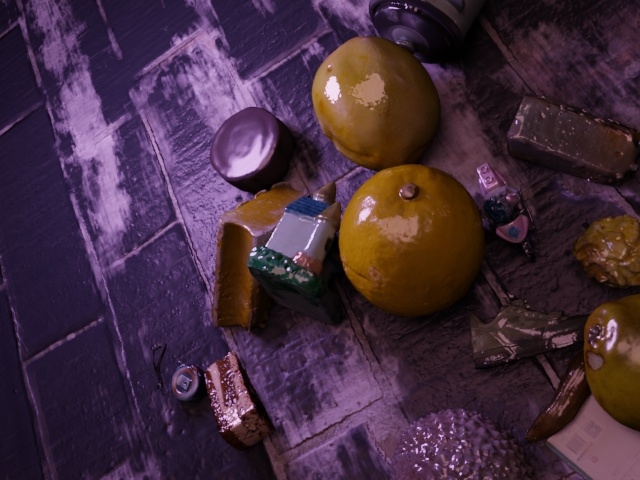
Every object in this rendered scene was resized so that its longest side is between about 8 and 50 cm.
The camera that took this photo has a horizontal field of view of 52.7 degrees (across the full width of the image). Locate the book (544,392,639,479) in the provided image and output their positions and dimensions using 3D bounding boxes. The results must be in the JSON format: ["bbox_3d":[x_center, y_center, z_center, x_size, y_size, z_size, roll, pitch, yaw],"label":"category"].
[{"bbox_3d":[0.622,0.421,1.272,0.215,0.025,0.283,-50,60,3],"label":"book"}]

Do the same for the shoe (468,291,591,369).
[{"bbox_3d":[0.449,0.172,1.380,0.293,0.109,0.149,-23,71,21],"label":"shoe"}]

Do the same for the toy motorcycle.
[{"bbox_3d":[0.404,-0.080,1.434,0.108,0.204,0.239,-44,59,14],"label":"toy motorcycle"}]

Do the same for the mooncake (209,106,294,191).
[{"bbox_3d":[-0.187,-0.250,1.795,0.245,0.133,0.245,-8,70,23],"label":"mooncake"}]

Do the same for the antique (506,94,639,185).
[{"bbox_3d":[0.574,-0.219,1.456,0.284,0.150,0.125,24,88,20],"label":"antique"}]

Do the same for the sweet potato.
[{"bbox_3d":[0.503,0.326,1.327,0.062,0.081,0.233,35,90,11],"label":"sweet potato"}]

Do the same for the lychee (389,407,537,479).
[{"bbox_3d":[0.273,0.472,1.272,0.300,0.300,0.300,-8,70,22],"label":"lychee"}]

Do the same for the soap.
[{"bbox_3d":[-0.151,0.050,1.734,0.169,0.304,0.338,22,123,22],"label":"soap"}]

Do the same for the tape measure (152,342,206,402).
[{"bbox_3d":[-0.369,0.348,1.662,0.107,0.180,0.104,14,63,28],"label":"tape measure"}]

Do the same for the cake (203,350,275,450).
[{"bbox_3d":[-0.208,0.413,1.638,0.112,0.135,0.246,-34,33,-3],"label":"cake"}]

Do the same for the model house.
[{"bbox_3d":[0.000,0.000,1.574,0.194,0.267,0.325,17,70,23],"label":"model house"}]

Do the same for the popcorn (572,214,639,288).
[{"bbox_3d":[0.613,0.019,1.349,0.173,0.142,0.173,-34,41,37],"label":"popcorn"}]

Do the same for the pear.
[{"bbox_3d":[0.628,0.230,1.187,0.321,0.269,0.269,32,87,-5],"label":"pear"}]

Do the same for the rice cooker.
[{"bbox_3d":[0.274,-0.598,1.638,0.316,0.264,0.316,-47,23,27],"label":"rice cooker"}]

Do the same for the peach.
[{"bbox_3d":[0.142,-0.332,1.591,0.281,0.314,0.315,-35,64,-8],"label":"peach"}]

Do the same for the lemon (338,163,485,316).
[{"bbox_3d":[0.199,-0.001,1.428,0.348,0.348,0.348,-8,70,22],"label":"lemon"}]
